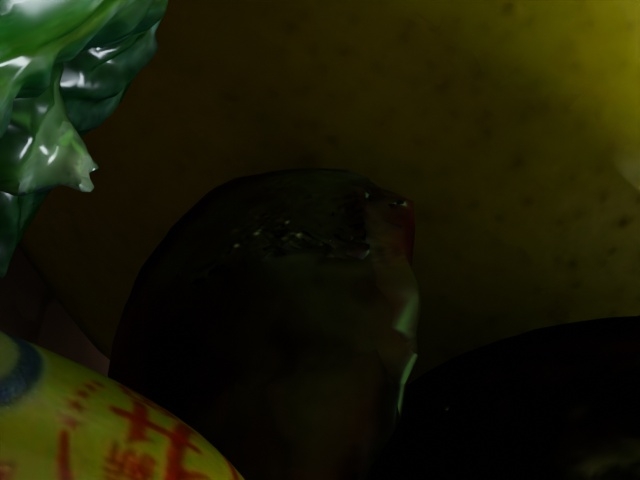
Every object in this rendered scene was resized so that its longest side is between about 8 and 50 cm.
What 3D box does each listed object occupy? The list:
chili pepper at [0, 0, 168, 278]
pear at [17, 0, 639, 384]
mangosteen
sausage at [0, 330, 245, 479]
[{"bbox_3d":[-0.182,-0.153,0.446,0.385,0.167,0.213,42,-1,8],"label":"chili pepper"},{"bbox_3d":[0.024,-0.090,0.752,0.418,0.362,0.362,30,35,-20],"label":"pear"},{"bbox_3d":[0.073,0.187,0.557,0.421,0.381,0.381,34,13,18],"label":"mangosteen"},{"bbox_3d":[-0.158,0.049,0.352,0.347,0.123,0.123,21,39,-15],"label":"sausage"}]
